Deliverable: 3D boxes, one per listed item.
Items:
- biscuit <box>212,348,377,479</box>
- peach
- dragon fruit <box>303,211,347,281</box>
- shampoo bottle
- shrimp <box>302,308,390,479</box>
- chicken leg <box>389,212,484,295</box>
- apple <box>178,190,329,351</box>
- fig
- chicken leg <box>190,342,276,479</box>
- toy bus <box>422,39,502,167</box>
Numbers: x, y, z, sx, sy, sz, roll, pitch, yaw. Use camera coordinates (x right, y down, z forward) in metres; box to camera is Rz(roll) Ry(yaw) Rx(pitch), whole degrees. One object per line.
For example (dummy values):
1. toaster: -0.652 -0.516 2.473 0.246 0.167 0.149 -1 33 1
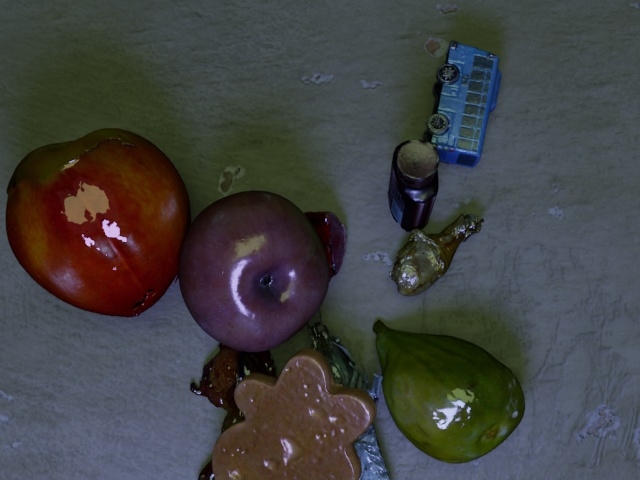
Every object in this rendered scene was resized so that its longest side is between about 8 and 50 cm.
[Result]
1. biscuit: -0.056 0.365 1.469 0.275 0.052 0.355 37 111 11
2. peach: -0.407 -0.028 1.545 0.370 0.370 0.370 -1 78 3
3. dragon fruit: 0.000 0.000 1.653 0.102 0.096 0.147 8 110 16
4. shampoo bottle: 0.175 -0.107 1.537 0.084 0.323 0.129 -14 77 0
5. shrimp: 0.040 0.337 1.547 0.221 0.166 0.410 -23 92 21
6. chicken leg: 0.227 0.016 1.630 0.227 0.088 0.103 -46 67 -3
7. apple: -0.118 0.060 1.510 0.306 0.235 0.305 -6 104 -23
8. fig: 0.220 0.291 1.544 0.314 0.233 0.233 11 75 50
9. chicken leg: -0.170 0.332 1.599 0.177 0.083 0.322 -9 76 11
10. toy bus: 0.292 -0.278 1.674 0.134 0.116 0.234 12 81 5
